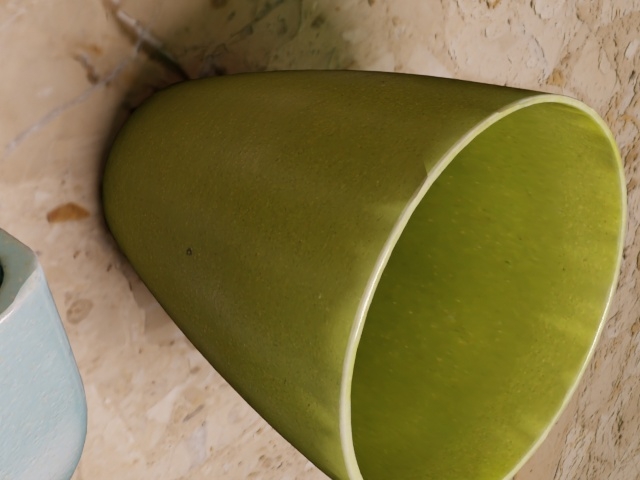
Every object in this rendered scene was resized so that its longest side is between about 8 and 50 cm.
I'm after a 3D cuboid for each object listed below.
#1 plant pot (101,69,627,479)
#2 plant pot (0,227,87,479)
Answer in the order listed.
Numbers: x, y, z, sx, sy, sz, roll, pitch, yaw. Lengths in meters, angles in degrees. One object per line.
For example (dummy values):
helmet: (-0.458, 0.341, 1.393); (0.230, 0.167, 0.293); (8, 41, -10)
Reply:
plant pot: (0.000, 0.000, 0.941); (0.274, 0.293, 0.275); (-26, 128, -40)
plant pot: (-0.267, 0.105, 0.736); (0.247, 0.248, 0.252); (-51, 154, -19)
